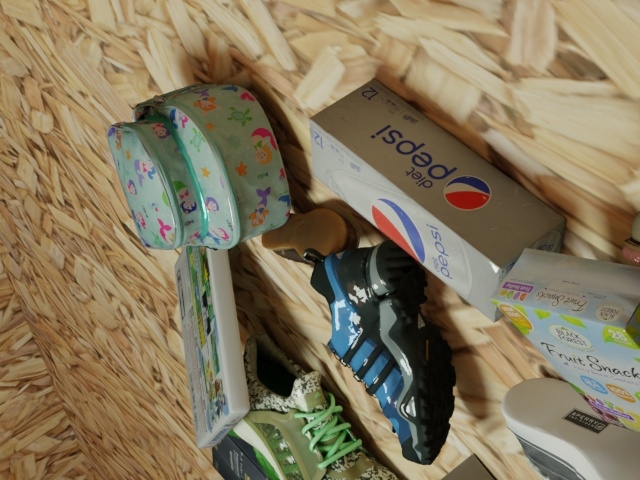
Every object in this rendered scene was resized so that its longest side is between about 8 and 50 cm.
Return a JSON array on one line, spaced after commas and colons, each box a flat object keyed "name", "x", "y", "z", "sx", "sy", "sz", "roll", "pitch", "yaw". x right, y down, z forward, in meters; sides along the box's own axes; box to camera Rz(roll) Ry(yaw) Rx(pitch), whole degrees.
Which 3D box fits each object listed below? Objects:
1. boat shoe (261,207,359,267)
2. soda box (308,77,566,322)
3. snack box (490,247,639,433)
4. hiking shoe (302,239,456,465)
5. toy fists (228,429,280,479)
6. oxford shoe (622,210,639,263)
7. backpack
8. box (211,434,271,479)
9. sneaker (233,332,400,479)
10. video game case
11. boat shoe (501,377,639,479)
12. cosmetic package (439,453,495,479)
[{"name": "boat shoe", "x": 0.000, "y": 0.000, "z": 1.582, "sx": 0.073, "sy": 0.073, "sz": 0.207, "roll": 25, "pitch": 174, "yaw": -28}, {"name": "soda box", "x": 0.114, "y": -0.047, "z": 1.259, "sx": 0.286, "sy": 0.098, "sz": 0.091, "roll": 40, "pitch": 152, "yaw": 31}, {"name": "snack box", "x": 0.279, "y": 0.102, "z": 1.092, "sx": 0.207, "sy": 0.070, "sz": 0.174, "roll": 46, "pitch": 163, "yaw": -27}, {"name": "hiking shoe", "x": 0.080, "y": 0.138, "z": 1.502, "sx": 0.132, "sy": 0.113, "sz": 0.304, "roll": -3, "pitch": 112, "yaw": 32}, {"name": "toy fists", "x": -0.110, "y": 0.325, "z": 2.162, "sx": 0.279, "sy": 0.096, "sz": 0.142, "roll": 43, "pitch": 163, "yaw": 25}, {"name": "oxford shoe", "x": 0.332, "y": -0.041, "z": 0.879, "sx": 0.348, "sy": 0.123, "sz": 0.130, "roll": 162, "pitch": 110, "yaw": -72}, {"name": "backpack", "x": -0.157, "y": -0.094, "z": 1.611, "sx": 0.253, "sy": 0.191, "sz": 0.225, "roll": 4, "pitch": 114, "yaw": 55}, {"name": "box", "x": -0.142, "y": 0.446, "z": 2.414, "sx": 0.183, "sy": 0.059, "sz": 0.233, "roll": 43, "pitch": 153, "yaw": 25}, {"name": "sneaker", "x": -0.015, "y": 0.294, "z": 1.890, "sx": 0.410, "sy": 0.158, "sz": 0.182, "roll": 38, "pitch": 142, "yaw": 32}, {"name": "video game case", "x": -0.179, "y": 0.147, "z": 1.956, "sx": 0.300, "sy": 0.036, "sz": 0.329, "roll": 128, "pitch": 136, "yaw": -65}, {"name": "boat shoe", "x": 0.302, "y": 0.240, "z": 1.254, "sx": 0.301, "sy": 0.108, "sz": 0.102, "roll": 22, "pitch": 139, "yaw": 56}, {"name": "cosmetic package", "x": 0.145, "y": 0.405, "z": 1.601, "sx": 0.127, "sy": 0.238, "sz": 0.107, "roll": 53, "pitch": 154, "yaw": 15}]
